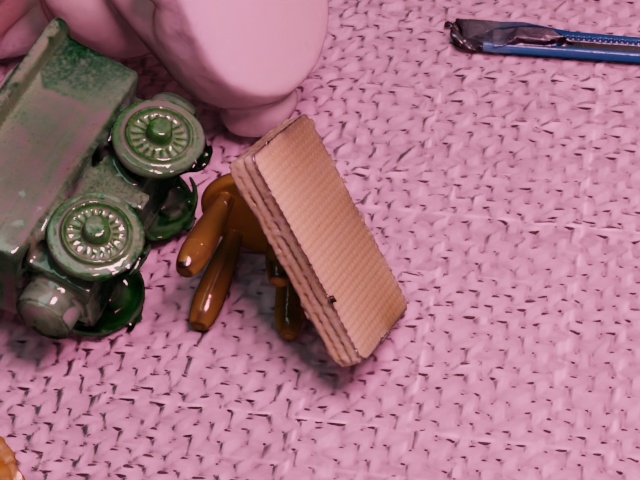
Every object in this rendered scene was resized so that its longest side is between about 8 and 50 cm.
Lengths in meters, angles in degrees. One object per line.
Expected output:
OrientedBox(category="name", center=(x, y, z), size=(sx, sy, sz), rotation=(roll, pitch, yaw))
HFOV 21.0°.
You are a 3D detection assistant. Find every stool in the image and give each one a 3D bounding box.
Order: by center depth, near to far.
OrientedBox(category="stool", center=(-0.061, 0.013, 1.516), size=(0.134, 0.135, 0.110), rotation=(-28, 37, 44))

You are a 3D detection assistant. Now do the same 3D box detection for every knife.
OrientedBox(category="knife", center=(0.267, -0.195, 1.709), size=(0.296, 0.026, 0.044), rotation=(5, 39, 11))

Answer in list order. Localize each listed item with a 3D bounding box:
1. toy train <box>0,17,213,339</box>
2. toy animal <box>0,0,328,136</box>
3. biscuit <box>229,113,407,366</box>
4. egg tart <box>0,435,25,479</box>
OrientedBox(category="toy train", center=(-0.216, -0.044, 1.532), size=(0.201, 0.145, 0.266), rotation=(26, 60, 5))
OrientedBox(category="toy animal", center=(-0.168, -0.228, 1.679), size=(0.367, 0.241, 0.196), rotation=(17, 45, 37))
OrientedBox(category="biscuit", center=(0.000, 0.000, 1.460), size=(0.040, 0.199, 0.121), rotation=(-22, 12, 28))
OrientedBox(category="egg tart", center=(-0.346, 0.226, 1.376), size=(0.241, 0.106, 0.241), rotation=(-3, 54, 5))
